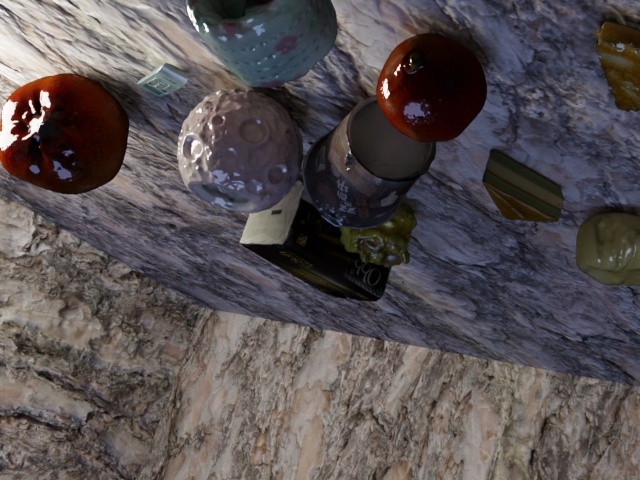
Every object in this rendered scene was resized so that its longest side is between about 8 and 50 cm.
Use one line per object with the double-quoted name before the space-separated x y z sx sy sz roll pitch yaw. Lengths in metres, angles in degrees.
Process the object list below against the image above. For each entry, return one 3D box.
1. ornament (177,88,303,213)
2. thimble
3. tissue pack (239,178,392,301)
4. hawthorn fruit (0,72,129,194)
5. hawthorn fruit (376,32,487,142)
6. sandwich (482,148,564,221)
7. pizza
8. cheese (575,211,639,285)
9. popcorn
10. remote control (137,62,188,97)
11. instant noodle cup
"ornament" -0.158 -0.184 1.702 0.259 0.225 0.259 16 163 5
"thimble" -0.089 -0.337 1.244 0.211 0.185 0.149 49 180 34
"tissue pack" 0.000 0.000 2.173 0.370 0.198 0.210 32 163 -36
"hawthorn fruit" -0.578 -0.241 1.931 0.295 0.295 0.311 24 -174 -18
"hawthorn fruit" 0.167 -0.241 1.307 0.169 0.169 0.188 11 158 23
"sandwich" 0.390 -0.105 1.633 0.113 0.079 0.163 6 158 31
"pizza" 0.455 -0.233 1.189 0.188 0.062 0.199 30 171 6
"cheese" 0.637 0.022 1.727 0.214 0.117 0.226 -3 159 43
"popcorn" 0.130 -0.023 2.027 0.197 0.155 0.197 14 163 4
"remote control" -0.325 -0.331 1.760 0.061 0.029 0.162 29 165 -26
"instant noodle cup" 0.095 -0.150 1.594 0.217 0.217 0.207 22 156 -11
